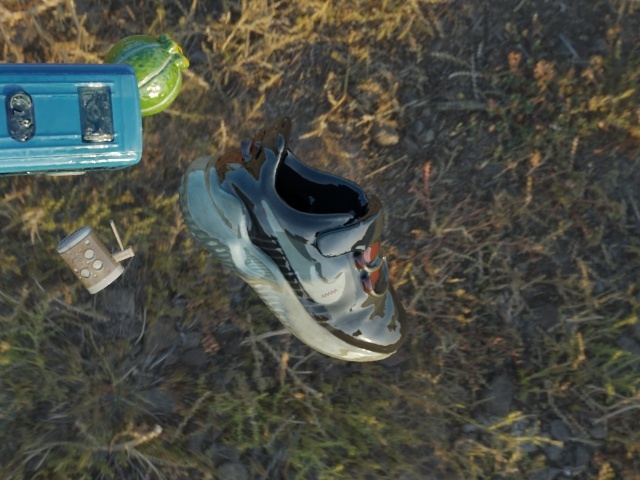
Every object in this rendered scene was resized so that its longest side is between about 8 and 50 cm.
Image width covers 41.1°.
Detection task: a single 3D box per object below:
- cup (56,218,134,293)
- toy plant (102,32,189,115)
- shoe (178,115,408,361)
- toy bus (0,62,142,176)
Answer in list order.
[{"bbox_3d":[-0.381,0.025,1.445,0.102,0.074,0.099,-27,109,25],"label":"cup"},{"bbox_3d":[-0.223,-0.169,0.960,0.162,0.093,0.093,-38,90,0],"label":"toy plant"},{"bbox_3d":[0.000,0.000,0.662,0.227,0.112,0.099,39,34,-15],"label":"shoe"},{"bbox_3d":[-0.301,-0.115,0.810,0.246,0.134,0.113,-6,97,-30],"label":"toy bus"}]
